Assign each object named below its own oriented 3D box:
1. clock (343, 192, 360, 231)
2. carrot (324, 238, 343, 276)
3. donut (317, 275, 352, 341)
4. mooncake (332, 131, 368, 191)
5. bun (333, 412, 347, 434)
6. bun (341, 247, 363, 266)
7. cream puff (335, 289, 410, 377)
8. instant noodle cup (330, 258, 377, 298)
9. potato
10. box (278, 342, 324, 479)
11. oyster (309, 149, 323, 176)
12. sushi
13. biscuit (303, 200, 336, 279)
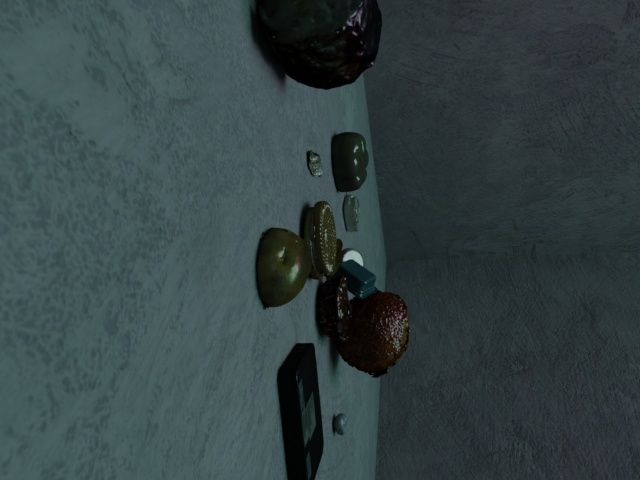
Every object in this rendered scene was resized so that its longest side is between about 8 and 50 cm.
[{"bbox_3d":[0.156,-0.149,2.231,0.191,0.062,0.152,-79,161,-48],"label":"clock"},{"bbox_3d":[0.053,0.059,1.744,0.342,0.070,0.070,-61,146,-69],"label":"carrot"},{"bbox_3d":[0.051,0.250,1.624,0.230,0.095,0.216,73,22,-48],"label":"donut"},{"bbox_3d":[0.134,-0.353,2.034,0.275,0.135,0.275,0,90,-73],"label":"mooncake"},{"bbox_3d":[0.074,0.701,1.737,0.083,0.045,0.083,-5,90,-75],"label":"bun"},{"bbox_3d":[0.111,0.102,1.932,0.138,0.094,0.138,8,77,-40],"label":"bun"},{"bbox_3d":[0.187,0.346,1.791,0.228,0.350,0.351,32,45,-25],"label":"cream puff"},{"bbox_3d":[0.133,0.140,1.759,0.157,0.179,0.070,-14,135,-58],"label":"instant noodle cup"},{"bbox_3d":[-0.083,0.036,1.100,0.138,0.098,0.243,71,20,-45],"label":"potato"},{"bbox_3d":[-0.046,0.477,1.245,0.211,0.058,0.351,-39,125,-73],"label":"box"},{"bbox_3d":[-0.016,-0.263,1.567,0.100,0.037,0.098,-48,133,-72],"label":"oyster"},{"bbox_3d":[0.008,-0.574,1.180,0.294,0.299,0.282,34,39,-71],"label":"sushi"},{"bbox_3d":[0.000,0.000,1.493,0.259,0.079,0.259,-3,90,-78],"label":"biscuit"}]
